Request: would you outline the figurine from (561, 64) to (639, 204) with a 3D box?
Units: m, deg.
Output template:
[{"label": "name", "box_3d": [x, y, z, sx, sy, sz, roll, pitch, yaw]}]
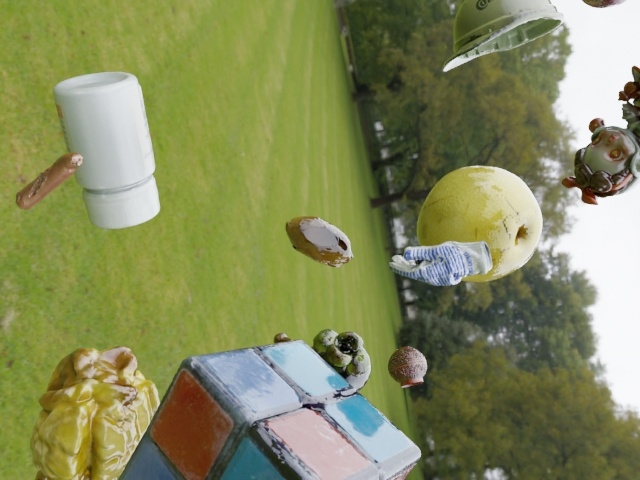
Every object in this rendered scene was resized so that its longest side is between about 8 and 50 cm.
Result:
[{"label": "figurine", "box_3d": [0.559, -0.165, 1.172, 0.160, 0.226, 0.183, 19, 33, -57]}]

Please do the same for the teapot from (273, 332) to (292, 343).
[{"label": "teapot", "box_3d": [-0.083, 0.235, 1.327, 0.098, 0.129, 0.078, -10, 83, -39]}]

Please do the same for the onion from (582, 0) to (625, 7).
[{"label": "onion", "box_3d": [0.715, -0.658, 1.493, 0.140, 0.218, 0.195, 51, -18, 36]}]

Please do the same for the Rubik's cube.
[{"label": "Rubik's cube", "box_3d": [-0.086, 0.377, 1.005, 0.316, 0.318, 0.313, 5, 119, -58]}]

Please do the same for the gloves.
[{"label": "gloves", "box_3d": [0.265, 0.049, 1.402, 0.097, 0.229, 0.119, -78, 158, -43]}]

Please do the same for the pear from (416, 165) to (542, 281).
[{"label": "pear", "box_3d": [0.451, -0.046, 1.803, 0.348, 0.348, 0.348, -9, 90, -80]}]

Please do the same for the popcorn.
[{"label": "popcorn", "box_3d": [-0.440, 0.367, 1.206, 0.332, 0.225, 0.265, -65, -165, -4]}]

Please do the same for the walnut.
[{"label": "walnut", "box_3d": [0.000, 0.000, 1.962, 0.137, 0.245, 0.137, -158, -90, -77]}]

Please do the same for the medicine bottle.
[{"label": "medicine bottle", "box_3d": [-0.547, -0.234, 1.642, 0.211, 0.211, 0.372, -81, 168, -62]}]

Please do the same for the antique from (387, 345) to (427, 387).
[{"label": "antique", "box_3d": [0.219, 0.317, 1.592, 0.104, 0.104, 0.104, -9, 90, -80]}]

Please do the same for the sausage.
[{"label": "sausage", "box_3d": [-0.439, -0.099, 1.023, 0.036, 0.158, 0.042, 26, 42, -51]}]

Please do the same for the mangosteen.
[{"label": "mangosteen", "box_3d": [0.058, 0.404, 2.073, 0.243, 0.242, 0.243, -9, 90, -80]}]

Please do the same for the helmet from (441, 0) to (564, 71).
[{"label": "helmet", "box_3d": [0.339, -0.450, 1.245, 0.137, 0.257, 0.204, 69, -16, -2]}]
